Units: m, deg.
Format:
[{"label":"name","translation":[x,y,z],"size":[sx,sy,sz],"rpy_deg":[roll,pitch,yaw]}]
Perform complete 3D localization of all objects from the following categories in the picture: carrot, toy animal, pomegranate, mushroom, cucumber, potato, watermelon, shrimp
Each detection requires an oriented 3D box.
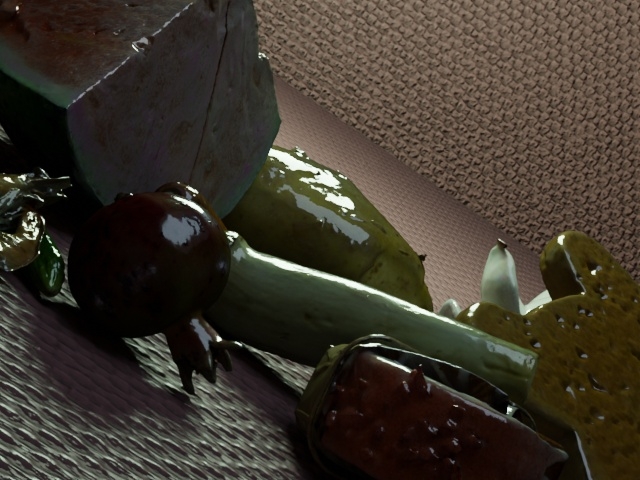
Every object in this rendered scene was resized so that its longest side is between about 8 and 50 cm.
[{"label":"carrot","translation":[-0.103,0.009,1.706],"size":[0.059,0.059,0.248],"rpy_deg":[41,-5,27]},{"label":"toy animal","translation":[0.298,0.132,2.242],"size":[0.247,0.183,0.310],"rpy_deg":[34,14,19]},{"label":"pomegranate","translation":[-0.129,0.037,1.385],"size":[0.129,0.129,0.159],"rpy_deg":[25,41,-48]},{"label":"mushroom","translation":[0.029,0.080,1.595],"size":[0.333,0.087,0.107],"rpy_deg":[19,-16,9]},{"label":"cucumber","translation":[-0.238,-0.005,1.417],"size":[0.039,0.039,0.168],"rpy_deg":[26,17,-47]},{"label":"potato","translation":[0.000,0.000,1.921],"size":[0.296,0.141,0.191],"rpy_deg":[38,5,-3]},{"label":"watermelon","translation":[-0.209,-0.136,1.713],"size":[0.222,0.319,0.292],"rpy_deg":[19,-39,21]},{"label":"shrimp","translation":[-0.243,-0.019,1.353],"size":[0.099,0.041,0.180],"rpy_deg":[34,27,17]}]

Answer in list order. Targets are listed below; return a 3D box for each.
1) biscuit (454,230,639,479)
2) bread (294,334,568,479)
[{"label":"biscuit","translation":[0.314,0.183,1.920],"size":[0.368,0.076,0.394],"rpy_deg":[51,33,5]},{"label":"bread","translation":[0.092,0.173,1.448],"size":[0.224,0.142,0.212],"rpy_deg":[30,-3,-29]}]
